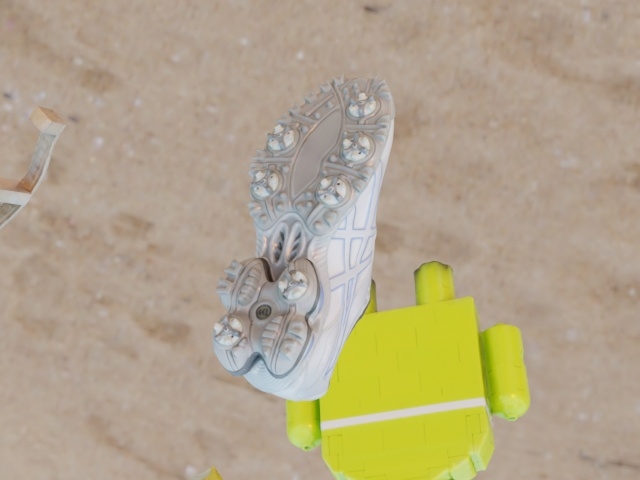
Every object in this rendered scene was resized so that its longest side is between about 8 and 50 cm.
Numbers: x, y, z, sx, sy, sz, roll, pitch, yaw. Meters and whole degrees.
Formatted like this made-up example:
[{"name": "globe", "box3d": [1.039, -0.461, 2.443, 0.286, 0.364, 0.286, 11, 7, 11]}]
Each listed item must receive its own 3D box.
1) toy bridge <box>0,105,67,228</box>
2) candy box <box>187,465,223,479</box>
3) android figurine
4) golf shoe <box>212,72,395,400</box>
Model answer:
[{"name": "toy bridge", "box3d": [-0.309, -0.048, 1.582, 0.026, 0.188, 0.063, 42, -167, 19]}, {"name": "candy box", "box3d": [-0.119, 0.217, 1.038, 0.105, 0.206, 0.027, -33, 100, 12]}, {"name": "android figurine", "box3d": [0.084, 0.152, 1.610, 0.248, 0.273, 0.056, -11, 147, 9]}, {"name": "golf shoe", "box3d": [0.000, 0.000, 0.839, 0.069, 0.176, 0.086, 12, 160, 30]}]
